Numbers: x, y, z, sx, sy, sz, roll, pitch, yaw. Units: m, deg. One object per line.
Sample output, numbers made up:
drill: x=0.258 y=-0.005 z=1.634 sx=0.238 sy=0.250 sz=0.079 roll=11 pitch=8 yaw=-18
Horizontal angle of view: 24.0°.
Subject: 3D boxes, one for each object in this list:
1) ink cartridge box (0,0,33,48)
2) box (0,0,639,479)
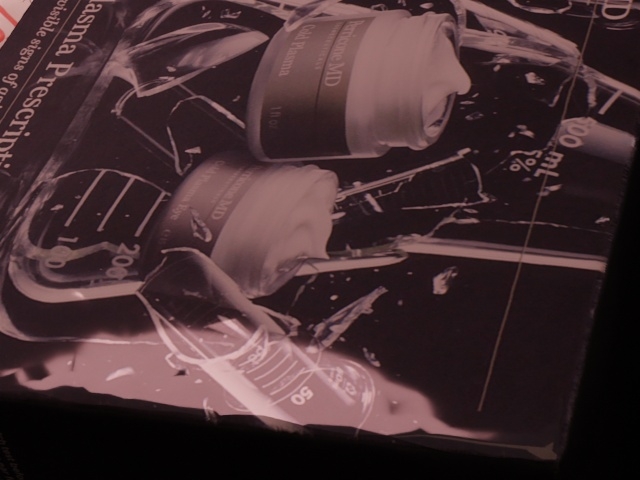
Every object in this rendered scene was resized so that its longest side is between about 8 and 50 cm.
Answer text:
ink cartridge box: x=-0.160 y=-0.175 z=1.002 sx=0.207 sy=0.119 sz=0.353 roll=43 pitch=78 yaw=9
box: x=0.000 y=0.000 z=0.696 sx=0.312 sy=0.179 sz=0.343 roll=5 pitch=47 yaw=19
